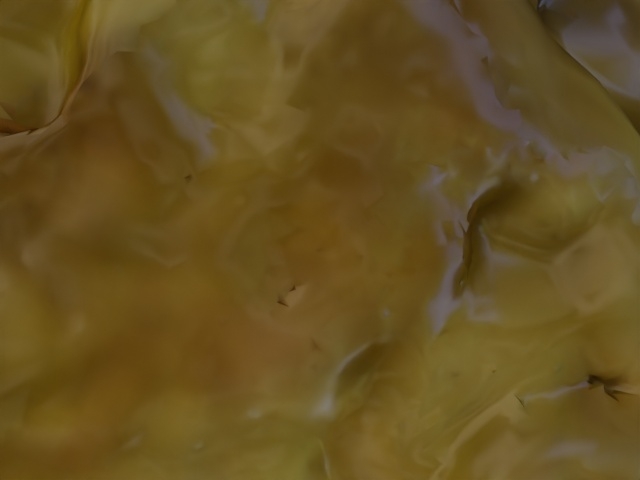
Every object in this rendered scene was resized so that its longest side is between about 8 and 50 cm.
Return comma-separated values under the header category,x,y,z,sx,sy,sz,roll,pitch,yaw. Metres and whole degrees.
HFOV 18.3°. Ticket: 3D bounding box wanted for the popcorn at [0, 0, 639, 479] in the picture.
category,x,y,z,sx,sy,sz,roll,pitch,yaw
popcorn,-0.019,0.008,0.624,0.354,0.390,0.344,61,19,-45
